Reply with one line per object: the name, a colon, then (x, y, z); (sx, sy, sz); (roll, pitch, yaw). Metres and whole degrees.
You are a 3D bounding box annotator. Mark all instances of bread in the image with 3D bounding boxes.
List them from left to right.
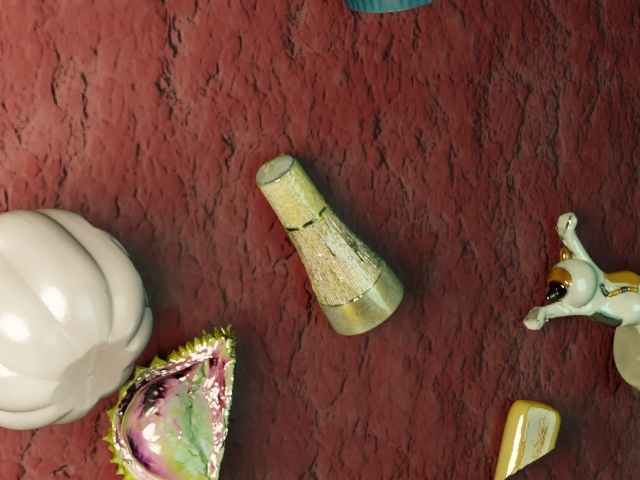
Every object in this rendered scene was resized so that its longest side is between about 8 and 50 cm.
bread: (0.239, 0.237, 1.959); (0.062, 0.049, 0.103); (14, 85, -13)

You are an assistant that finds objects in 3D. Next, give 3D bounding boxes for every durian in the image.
durian: (-0.141, 0.164, 1.530); (0.108, 0.119, 0.187); (8, 75, -10)

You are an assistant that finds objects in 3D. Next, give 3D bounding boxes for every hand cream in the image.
hand cream: (0.000, 0.000, 1.662); (0.084, 0.084, 0.203); (-53, 122, -29)

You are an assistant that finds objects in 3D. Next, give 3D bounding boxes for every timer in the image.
timer: (0.367, 0.083, 2.031); (0.266, 0.175, 0.175); (28, 74, -29)

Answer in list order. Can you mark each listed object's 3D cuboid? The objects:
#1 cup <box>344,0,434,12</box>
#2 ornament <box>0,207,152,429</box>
cup: (0.070, -0.320, 1.666); (0.176, 0.131, 0.155); (-57, 142, -60)
ornament: (-0.229, 0.058, 1.355); (0.177, 0.177, 0.177); (-8, 101, -46)
